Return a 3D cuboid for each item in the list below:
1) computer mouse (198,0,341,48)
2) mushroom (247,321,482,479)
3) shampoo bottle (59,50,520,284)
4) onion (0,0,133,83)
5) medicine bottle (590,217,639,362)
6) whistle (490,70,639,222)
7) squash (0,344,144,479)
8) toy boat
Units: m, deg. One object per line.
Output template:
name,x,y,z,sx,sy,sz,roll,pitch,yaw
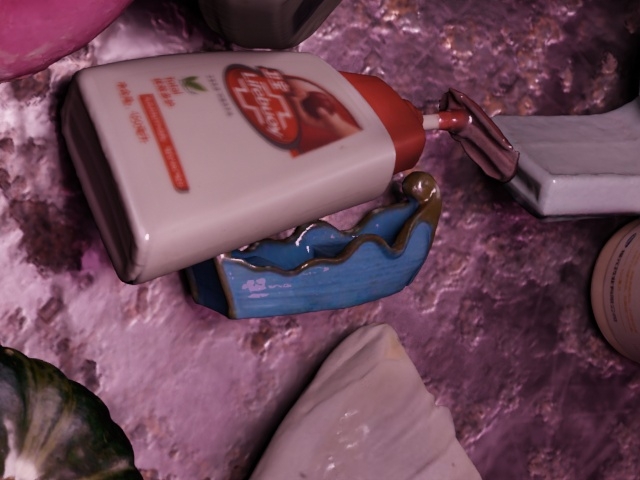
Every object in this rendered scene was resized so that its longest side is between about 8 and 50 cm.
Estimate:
computer mouse,-0.005,-0.206,1.106,0.095,0.331,0.197,44,84,2
mushroom,-0.034,0.208,1.238,0.329,0.122,0.159,-37,71,-19
shampoo bottle,-0.013,-0.060,1.210,0.284,0.071,0.153,-10,54,-25
onion,-0.231,-0.264,0.999,0.358,0.345,0.358,-1,70,2
medicine bottle,0.290,0.041,1.285,0.114,0.252,0.114,-1,94,-23
whistle,0.267,-0.106,1.323,0.290,0.163,0.163,-4,95,-25
squash,-0.205,0.162,1.110,0.218,0.172,0.218,0,89,-20
toy boat,0.000,0.000,1.247,0.185,0.075,0.077,-7,104,-27
